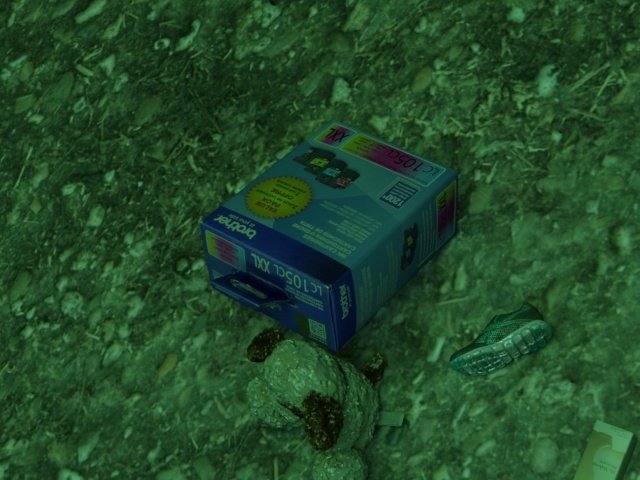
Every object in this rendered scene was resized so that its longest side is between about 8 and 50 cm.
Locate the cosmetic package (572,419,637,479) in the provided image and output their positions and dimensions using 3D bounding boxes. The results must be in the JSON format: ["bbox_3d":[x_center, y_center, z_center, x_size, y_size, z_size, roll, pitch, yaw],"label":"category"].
[{"bbox_3d":[0.408,0.324,1.778,0.060,0.041,0.115,17,76,29],"label":"cosmetic package"}]

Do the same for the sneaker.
[{"bbox_3d":[0.275,0.152,1.912,0.166,0.065,0.076,-25,44,9],"label":"sneaker"}]

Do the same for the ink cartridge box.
[{"bbox_3d":[0.000,0.000,1.941,0.270,0.151,0.395,25,51,31],"label":"ink cartridge box"}]

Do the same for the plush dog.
[{"bbox_3d":[-0.004,0.233,1.896,0.210,0.225,0.262,-46,58,0],"label":"plush dog"}]
